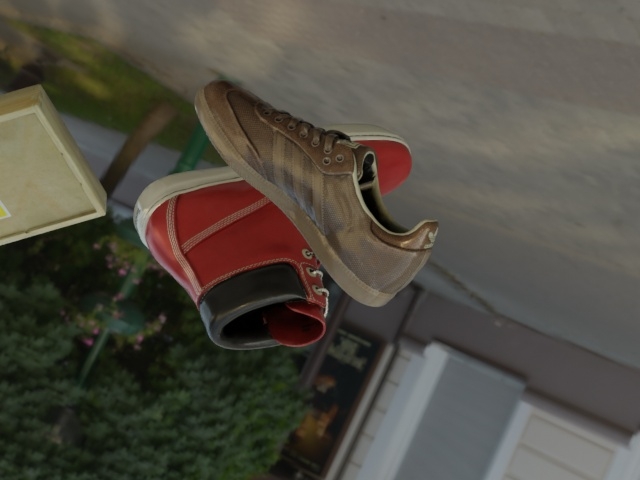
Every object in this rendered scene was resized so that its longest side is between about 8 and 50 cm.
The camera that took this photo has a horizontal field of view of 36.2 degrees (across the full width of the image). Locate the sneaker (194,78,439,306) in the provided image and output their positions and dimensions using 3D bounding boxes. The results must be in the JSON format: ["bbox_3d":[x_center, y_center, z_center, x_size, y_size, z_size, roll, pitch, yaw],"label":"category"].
[{"bbox_3d":[0.000,-0.048,0.628,0.188,0.071,0.066,48,-158,11],"label":"sneaker"}]

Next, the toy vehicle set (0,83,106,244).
[{"bbox_3d":[-0.384,-0.058,1.035,0.266,0.035,0.166,-15,137,4],"label":"toy vehicle set"}]

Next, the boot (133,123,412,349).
[{"bbox_3d":[0.000,0.000,0.765,0.176,0.244,0.088,48,147,38],"label":"boot"}]
